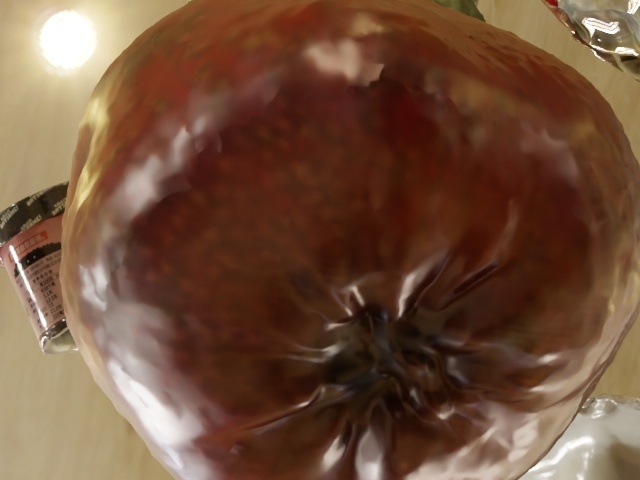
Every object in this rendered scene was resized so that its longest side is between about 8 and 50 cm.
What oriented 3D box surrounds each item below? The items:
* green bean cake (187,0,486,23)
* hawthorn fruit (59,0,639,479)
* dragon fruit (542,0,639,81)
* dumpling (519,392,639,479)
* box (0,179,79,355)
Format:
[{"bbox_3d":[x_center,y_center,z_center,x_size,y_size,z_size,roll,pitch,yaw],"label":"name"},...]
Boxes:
[{"bbox_3d":[0.016,-0.149,1.262,0.248,0.222,0.125,3,-39,-13],"label":"green bean cake"},{"bbox_3d":[0.000,0.000,0.775,0.275,0.300,0.275,-8,-73,-28],"label":"hawthorn fruit"},{"bbox_3d":[0.133,-0.211,0.461,0.277,0.277,0.342,37,-109,-9],"label":"dragon fruit"},{"bbox_3d":[0.272,0.212,1.102,0.260,0.181,0.341,-13,-73,47],"label":"dumpling"},{"bbox_3d":[-0.229,0.029,1.507,0.151,0.151,0.135,-27,-105,17],"label":"box"}]
